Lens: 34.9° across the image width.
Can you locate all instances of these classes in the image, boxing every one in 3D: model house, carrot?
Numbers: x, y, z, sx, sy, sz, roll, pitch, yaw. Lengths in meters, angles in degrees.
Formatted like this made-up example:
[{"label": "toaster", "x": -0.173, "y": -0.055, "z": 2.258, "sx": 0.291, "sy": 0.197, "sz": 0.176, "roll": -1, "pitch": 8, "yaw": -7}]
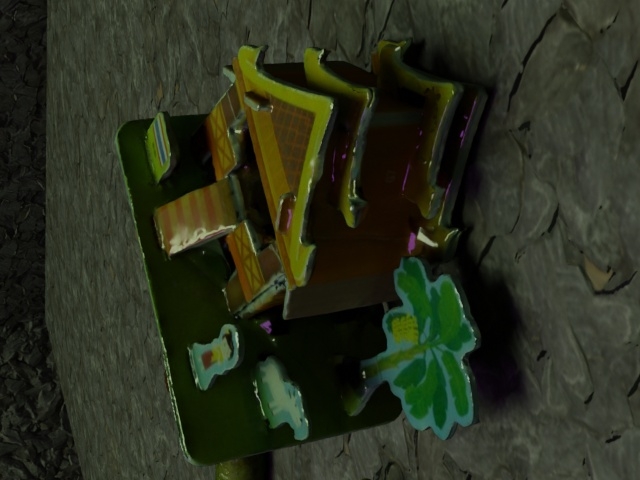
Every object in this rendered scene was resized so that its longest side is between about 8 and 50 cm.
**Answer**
[{"label": "model house", "x": 0.000, "y": 0.000, "z": 0.841, "sx": 0.313, "sy": 0.242, "sz": 0.358, "roll": 142, "pitch": 119, "yaw": -62}, {"label": "carrot", "x": -0.107, "y": 0.214, "z": 1.398, "sx": 0.074, "sy": 0.074, "sz": 0.358, "roll": -138, "pitch": 47, "yaw": -58}]

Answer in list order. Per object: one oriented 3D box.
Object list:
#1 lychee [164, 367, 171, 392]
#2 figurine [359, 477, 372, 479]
[{"label": "lychee", "x": -0.168, "y": 0.194, "z": 1.484, "sx": 0.114, "sy": 0.114, "sz": 0.146, "roll": 28, "pitch": 104, "yaw": 63}, {"label": "figurine", "x": 0.068, "y": 0.281, "z": 1.004, "sx": 0.101, "sy": 0.068, "sz": 0.143, "roll": 61, "pitch": 138, "yaw": 33}]
